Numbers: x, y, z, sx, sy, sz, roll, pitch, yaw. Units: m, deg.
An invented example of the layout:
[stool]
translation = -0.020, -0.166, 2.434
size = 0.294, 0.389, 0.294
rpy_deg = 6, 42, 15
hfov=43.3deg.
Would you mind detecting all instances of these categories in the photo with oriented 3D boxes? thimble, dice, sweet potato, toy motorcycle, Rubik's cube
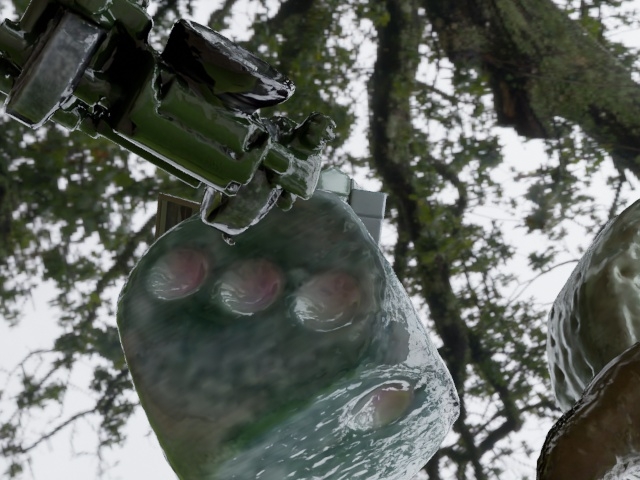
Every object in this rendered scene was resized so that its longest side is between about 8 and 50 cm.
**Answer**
[thimble]
translation = 0.366, 0.087, 0.745
size = 0.291, 0.291, 0.195
rpy_deg = 62, -10, 15
[dice]
translation = -0.038, 0.152, 1.040
size = 0.328, 0.348, 0.330
rpy_deg = 59, -8, 41
[sweet potato]
translation = 0.263, 0.061, 0.451
size = 0.310, 0.124, 0.098
rpy_deg = -33, -125, 14
[toy motorcycle]
translation = -0.111, -0.104, 0.521
size = 0.127, 0.205, 0.275
rpy_deg = -59, -156, 5
[Rubik's cube]
translation = 0.000, 0.000, 1.379
size = 0.224, 0.265, 0.213
rpy_deg = 12, -52, 4

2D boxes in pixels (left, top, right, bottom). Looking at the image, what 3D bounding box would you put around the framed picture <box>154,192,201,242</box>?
[framed picture]
translation = -0.239, 0.028, 1.418
size = 0.150, 0.015, 0.203
rpy_deg = 16, -75, 34
